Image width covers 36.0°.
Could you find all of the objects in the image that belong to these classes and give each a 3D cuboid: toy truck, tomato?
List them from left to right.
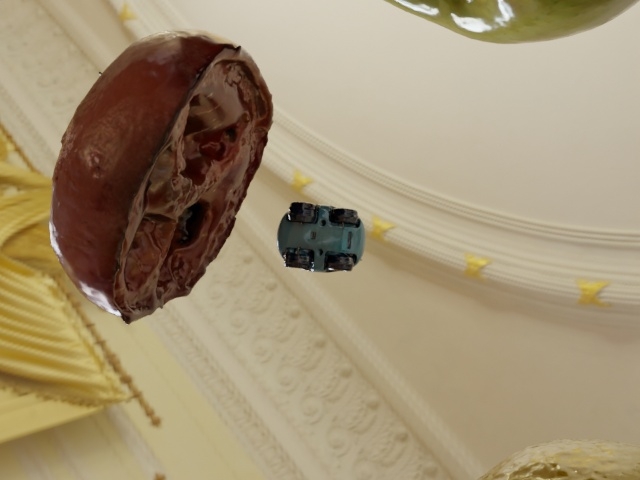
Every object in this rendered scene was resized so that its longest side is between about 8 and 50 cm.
[{"bbox_3d":[-0.127,-0.056,0.734,0.101,0.228,0.227,21,-64,12],"label":"tomato"},{"bbox_3d":[0.000,0.000,0.831,0.090,0.073,0.056,111,-14,-86],"label":"toy truck"}]

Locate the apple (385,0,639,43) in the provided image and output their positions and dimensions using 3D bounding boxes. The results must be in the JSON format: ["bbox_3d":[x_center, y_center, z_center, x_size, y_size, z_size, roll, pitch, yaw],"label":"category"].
[{"bbox_3d":[0.148,-0.321,0.808,0.339,0.338,0.304,5,-111,45],"label":"apple"}]

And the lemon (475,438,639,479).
[{"bbox_3d":[0.214,0.291,0.778,0.293,0.293,0.292,12,-73,44],"label":"lemon"}]
